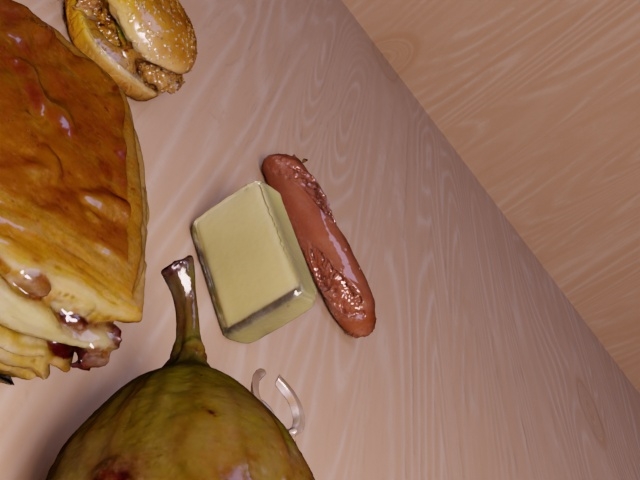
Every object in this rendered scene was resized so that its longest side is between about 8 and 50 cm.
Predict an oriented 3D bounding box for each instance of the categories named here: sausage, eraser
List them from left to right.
[{"bbox_3d":[-0.082,0.027,1.107,0.058,0.117,0.172,33,30,-56],"label":"eraser"},{"bbox_3d":[0.000,-0.001,1.391,0.087,0.079,0.326,77,-13,-71],"label":"sausage"}]

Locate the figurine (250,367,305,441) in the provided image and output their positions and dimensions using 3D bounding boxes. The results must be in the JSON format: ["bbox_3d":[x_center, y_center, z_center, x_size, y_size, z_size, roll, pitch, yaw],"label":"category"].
[{"bbox_3d":[-0.088,0.175,0.814,0.132,0.154,0.132,46,22,-25],"label":"figurine"}]

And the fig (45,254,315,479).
[{"bbox_3d":[-0.098,0.147,0.696,0.217,0.217,0.320,38,40,-40],"label":"fig"}]

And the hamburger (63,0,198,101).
[{"bbox_3d":[-0.242,-0.277,1.209,0.182,0.118,0.191,-7,69,-64],"label":"hamburger"}]

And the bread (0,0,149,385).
[{"bbox_3d":[-0.278,-0.052,0.707,0.277,0.167,0.324,36,31,-41],"label":"bread"}]
